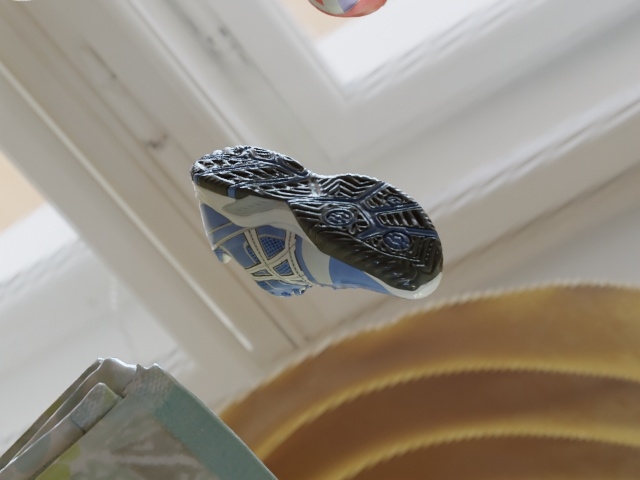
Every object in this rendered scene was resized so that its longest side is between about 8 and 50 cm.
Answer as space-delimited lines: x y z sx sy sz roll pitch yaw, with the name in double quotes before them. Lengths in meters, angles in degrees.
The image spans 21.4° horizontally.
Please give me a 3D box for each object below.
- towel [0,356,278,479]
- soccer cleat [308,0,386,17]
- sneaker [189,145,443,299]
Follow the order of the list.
"towel" -0.090 0.283 0.893 0.320 0.374 0.090 -42 172 -24
"soccer cleat" 0.016 -0.268 1.101 0.083 0.095 0.248 0 -97 12
"sneaker" 0.000 0.000 1.163 0.211 0.081 0.080 24 -141 38
